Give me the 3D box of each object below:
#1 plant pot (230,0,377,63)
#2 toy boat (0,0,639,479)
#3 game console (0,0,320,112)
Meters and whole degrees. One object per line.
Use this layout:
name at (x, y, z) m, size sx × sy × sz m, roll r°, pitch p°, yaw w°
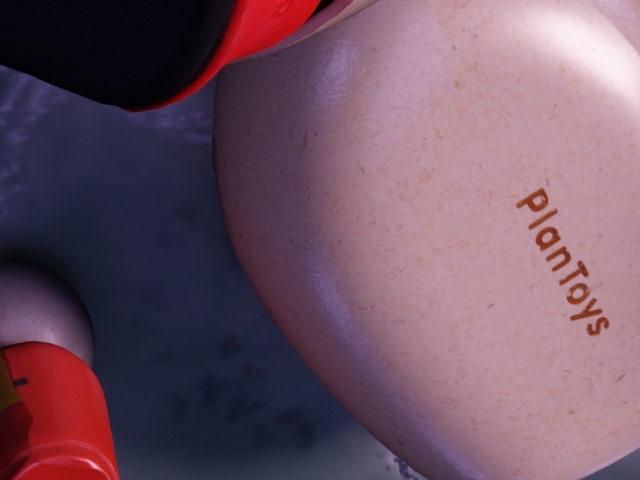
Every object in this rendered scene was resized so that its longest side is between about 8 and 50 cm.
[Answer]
plant pot at (0.002, -0.212, 0.541) m, size 0.191 × 0.284 × 0.284 m, roll -25°, pitch 123°, yaw -40°
toy boat at (0.000, 0.000, 0.697) m, size 0.318 × 0.148 × 0.267 m, roll -27°, pitch 120°, yaw -4°
game console at (-0.130, -0.243, 0.473) m, size 0.060 × 0.342 × 0.386 m, roll -25°, pitch 123°, yaw -41°
